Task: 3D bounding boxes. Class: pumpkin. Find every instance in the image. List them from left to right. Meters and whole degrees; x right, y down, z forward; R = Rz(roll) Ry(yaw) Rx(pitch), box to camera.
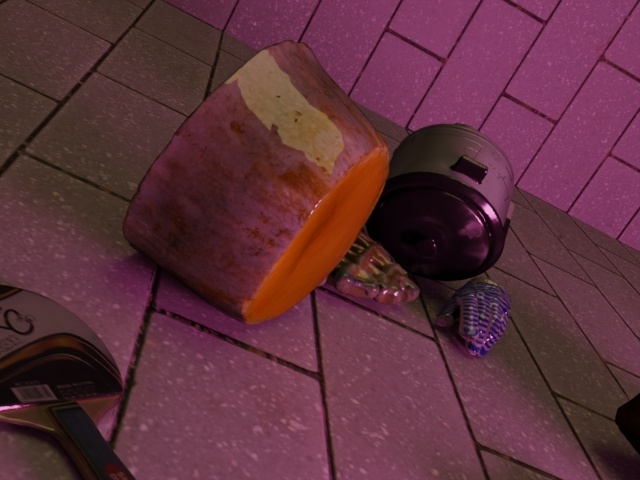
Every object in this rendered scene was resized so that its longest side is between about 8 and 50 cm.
[{"bbox_3d":[-0.051,-0.052,0.981,0.199,0.332,0.332,40,21,6],"label":"pumpkin"}]

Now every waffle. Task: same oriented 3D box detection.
[{"bbox_3d":[0.000,0.000,1.280,0.292,0.056,0.309,15,24,-36],"label":"waffle"}]

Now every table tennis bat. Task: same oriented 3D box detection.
[{"bbox_3d":[-0.236,0.128,0.690,0.173,0.022,0.301,4,30,-50],"label":"table tennis bat"}]

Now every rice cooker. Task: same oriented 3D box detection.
[{"bbox_3d":[0.210,-0.059,1.398,0.241,0.280,0.227,30,47,-2],"label":"rice cooker"}]

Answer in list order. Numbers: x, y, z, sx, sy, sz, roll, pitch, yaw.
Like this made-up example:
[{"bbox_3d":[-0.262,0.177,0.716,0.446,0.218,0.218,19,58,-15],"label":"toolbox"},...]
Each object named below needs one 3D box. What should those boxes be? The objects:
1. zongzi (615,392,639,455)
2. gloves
[{"bbox_3d":[0.670,0.387,1.141,0.432,0.208,0.403,30,21,-41],"label":"zongzi"},{"bbox_3d":[0.255,0.117,1.330,0.119,0.097,0.229,3,21,13],"label":"gloves"}]
